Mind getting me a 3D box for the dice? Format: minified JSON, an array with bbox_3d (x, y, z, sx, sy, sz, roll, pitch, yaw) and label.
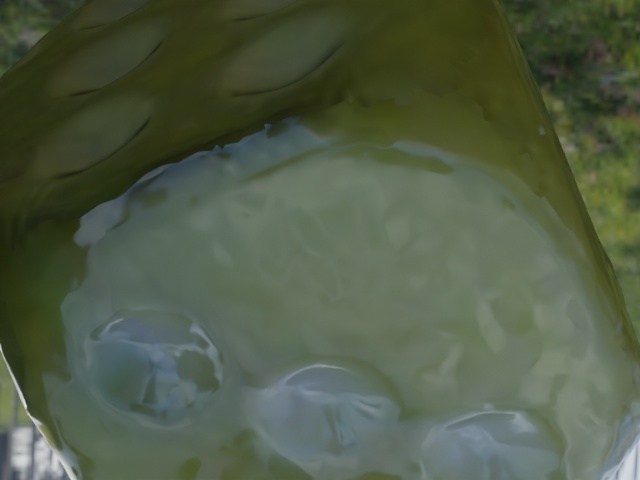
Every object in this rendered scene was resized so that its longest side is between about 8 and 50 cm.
[{"bbox_3d":[0.000,0.000,0.463,0.166,0.169,0.169,-23,-150,10],"label":"dice"}]
